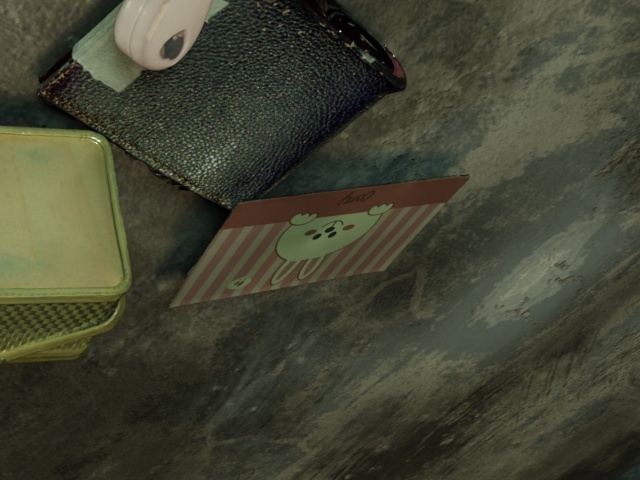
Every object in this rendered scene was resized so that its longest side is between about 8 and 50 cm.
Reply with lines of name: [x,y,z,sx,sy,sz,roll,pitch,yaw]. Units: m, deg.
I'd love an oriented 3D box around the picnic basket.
picnic basket: [-0.298,0.007,0.925,0.267,0.165,0.139,0,153,-29]

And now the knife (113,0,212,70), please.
knife: [-0.042,-0.265,0.796,0.336,0.043,0.081,-55,162,15]

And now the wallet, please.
wallet: [-0.079,-0.142,0.982,0.221,0.071,0.262,-35,142,23]

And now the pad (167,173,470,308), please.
pad: [0.000,0.001,1.209,0.300,0.005,0.202,-8,151,-36]
